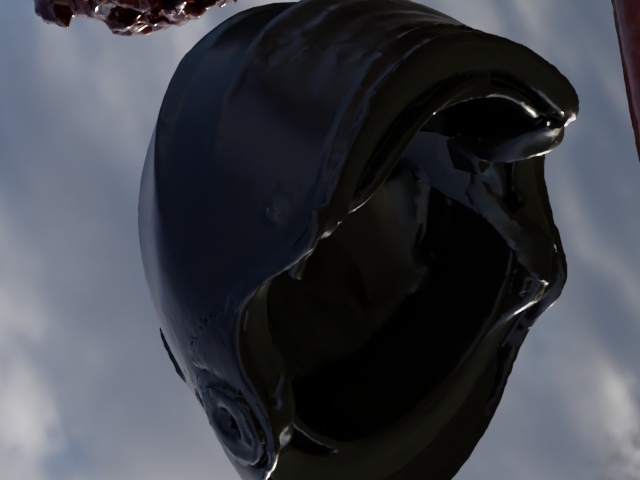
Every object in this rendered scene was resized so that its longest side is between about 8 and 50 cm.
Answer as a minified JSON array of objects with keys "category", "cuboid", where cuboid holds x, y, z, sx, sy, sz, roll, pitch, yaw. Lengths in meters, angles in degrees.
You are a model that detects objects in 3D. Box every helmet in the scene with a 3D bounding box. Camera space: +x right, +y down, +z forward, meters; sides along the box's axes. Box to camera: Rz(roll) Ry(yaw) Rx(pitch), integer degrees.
[{"category":"helmet","cuboid":[0.000,0.000,1.014,0.225,0.177,0.305,-25,-43,-40]}]

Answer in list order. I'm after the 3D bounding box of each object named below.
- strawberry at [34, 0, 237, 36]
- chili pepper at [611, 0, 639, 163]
[{"category":"strawberry","cuboid":[-0.127,-0.259,1.275,0.274,0.274,0.220,61,178,-24]},{"category":"chili pepper","cuboid":[0.136,-0.007,0.526,0.084,0.086,0.192,-6,-95,-61]}]
